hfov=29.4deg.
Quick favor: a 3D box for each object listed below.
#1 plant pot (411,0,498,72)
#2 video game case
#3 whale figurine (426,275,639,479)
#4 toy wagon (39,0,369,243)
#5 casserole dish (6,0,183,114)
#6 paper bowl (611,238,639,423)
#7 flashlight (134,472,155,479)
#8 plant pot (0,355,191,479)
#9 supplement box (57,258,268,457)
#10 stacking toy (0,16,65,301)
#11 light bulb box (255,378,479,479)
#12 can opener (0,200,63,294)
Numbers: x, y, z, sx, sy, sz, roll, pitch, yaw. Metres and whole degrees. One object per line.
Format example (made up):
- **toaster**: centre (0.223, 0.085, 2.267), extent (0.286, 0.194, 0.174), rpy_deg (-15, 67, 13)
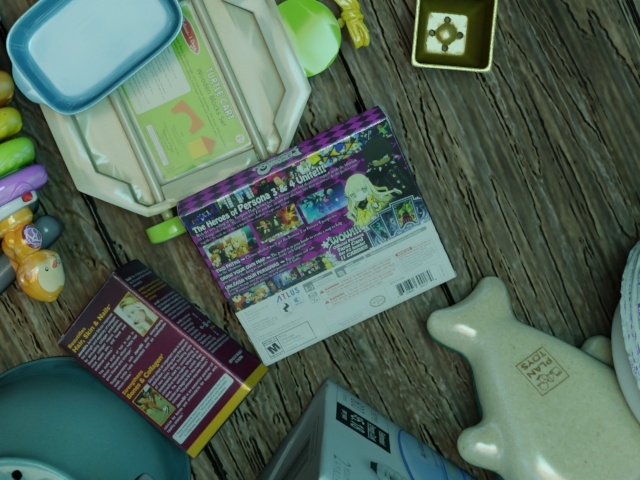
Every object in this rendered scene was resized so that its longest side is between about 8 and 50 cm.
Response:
- **plant pot**: centre (0.133, -0.216, 1.261), extent (0.081, 0.083, 0.081), rpy_deg (5, 96, -2)
- **video game case**: centre (0.000, 0.000, 1.266), extent (0.232, 0.042, 0.210), rpy_deg (-26, 120, 2)
- **whale figurine**: centre (0.224, 0.172, 1.292), extent (0.216, 0.141, 0.272), rpy_deg (-34, 73, -21)
- **toy wagon**: centre (-0.113, -0.166, 1.274), extent (0.344, 0.068, 0.267), rpy_deg (-23, 96, 1)
- **casserole dish**: centre (-0.222, -0.208, 1.215), extent (0.188, 0.037, 0.114), rpy_deg (-38, 95, 4)
- **paper bowl**: centre (0.405, 0.115, 1.225), extent (0.148, 0.284, 0.284), rpy_deg (-29, 97, 44)
- **flashlight**: centre (-0.068, 0.330, 0.955), extent (0.304, 0.103, 0.103), rpy_deg (44, 99, -3)
- **plant pot**: centre (-0.276, 0.273, 1.223), extent (0.271, 0.255, 0.272), rpy_deg (0, 96, -1)
- **supplement box**: centre (-0.163, 0.121, 1.279), extent (0.188, 0.081, 0.104), rpy_deg (40, 104, 2)
- **stacking toy**: centre (-0.340, -0.071, 1.210), extent (0.165, 0.175, 0.302), rpy_deg (-28, 95, 24)
- **light bulb box**: centre (0.090, 0.359, 1.183), extent (0.361, 0.358, 0.225), rpy_deg (34, 97, -4)
- **can opener**: centre (-0.392, 0.063, 1.288), extent (0.280, 0.093, 0.074), rpy_deg (-43, 94, -1)
